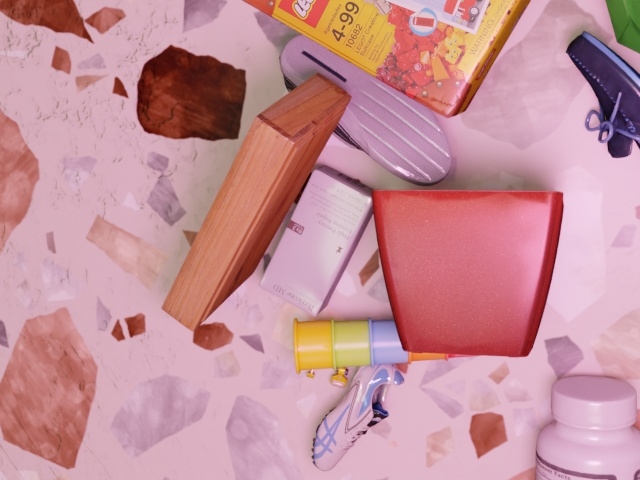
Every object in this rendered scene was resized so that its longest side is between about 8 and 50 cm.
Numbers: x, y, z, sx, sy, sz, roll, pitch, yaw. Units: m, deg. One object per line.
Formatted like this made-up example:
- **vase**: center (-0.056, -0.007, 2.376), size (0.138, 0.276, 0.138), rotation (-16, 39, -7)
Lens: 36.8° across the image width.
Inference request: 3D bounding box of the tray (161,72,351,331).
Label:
- **tray**: center (-0.103, -0.053, 1.511), size (0.076, 0.203, 0.411), rotation (37, 127, 6)

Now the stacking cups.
- **stacking cups**: center (0.114, 0.163, 1.607), size (0.316, 0.096, 0.096), rotation (-5, 99, 1)

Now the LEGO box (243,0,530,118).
- **LEGO box**: center (0.172, -0.491, 1.432), size (0.372, 0.193, 0.500), rotation (31, 106, 7)

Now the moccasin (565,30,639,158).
- **moccasin**: center (0.479, -0.161, 1.443), size (0.117, 0.138, 0.342), rotation (-43, 87, 22)

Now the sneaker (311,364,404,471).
- **sneaker**: center (0.061, 0.309, 1.661), size (0.086, 0.085, 0.237), rotation (37, 107, 28)

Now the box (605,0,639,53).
- **box**: center (0.502, -0.414, 1.302), size (0.231, 0.127, 0.262), rotation (-31, 123, -2)

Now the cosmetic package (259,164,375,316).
- **cosmetic package**: center (0.000, 0.000, 1.625), size (0.117, 0.085, 0.231), rotation (27, 105, 9)

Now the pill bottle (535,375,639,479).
- **pill bottle**: center (0.432, 0.387, 1.533), size (0.176, 0.176, 0.318), rotation (2, 100, 14)

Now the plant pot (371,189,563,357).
- **plant pot**: center (0.227, 0.051, 1.454), size (0.267, 0.267, 0.235), rotation (2, 88, 15)

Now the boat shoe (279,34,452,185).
- **boat shoe**: center (0.075, -0.204, 1.557), size (0.335, 0.119, 0.121), rotation (43, 77, 11)

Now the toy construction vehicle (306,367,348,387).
- **toy construction vehicle**: center (0.024, 0.204, 1.686), size (0.086, 0.035, 0.098), rotation (13, 106, 1)
